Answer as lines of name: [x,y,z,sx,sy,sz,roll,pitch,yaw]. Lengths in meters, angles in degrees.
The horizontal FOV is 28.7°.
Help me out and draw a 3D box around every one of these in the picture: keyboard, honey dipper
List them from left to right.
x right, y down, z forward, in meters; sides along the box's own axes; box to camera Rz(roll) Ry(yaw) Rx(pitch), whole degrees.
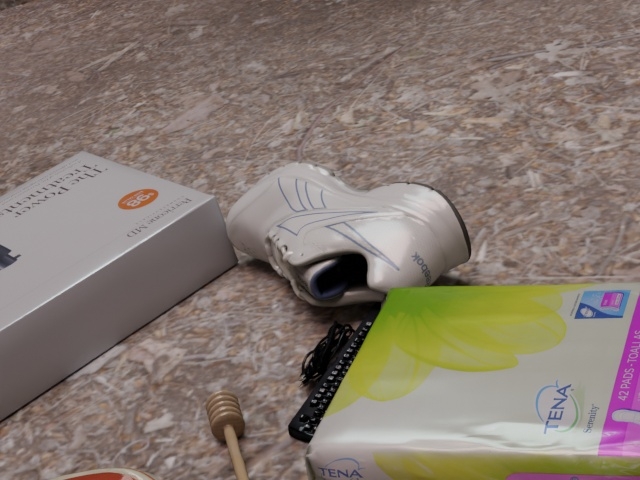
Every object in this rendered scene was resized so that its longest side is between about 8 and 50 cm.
honey dipper: [-0.070,0.180,1.033,0.030,0.031,0.161,-19,30,-3]
keyboard: [0.027,0.105,1.105,0.100,0.038,0.192,1,32,31]

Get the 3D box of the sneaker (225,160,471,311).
sneaker: [0.000,0.000,1.222,0.297,0.111,0.129,5,38,47]

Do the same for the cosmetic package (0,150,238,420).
cosmetic package: [-0.322,0.049,1.343,0.377,0.097,0.284,-35,35,-29]

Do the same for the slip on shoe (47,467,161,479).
slip on shoe: [-0.252,0.258,0.878,0.331,0.123,0.101,-22,-9,0]

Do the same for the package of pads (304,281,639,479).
package of pads: [0.158,0.128,0.925,0.296,0.101,0.229,-3,30,26]
